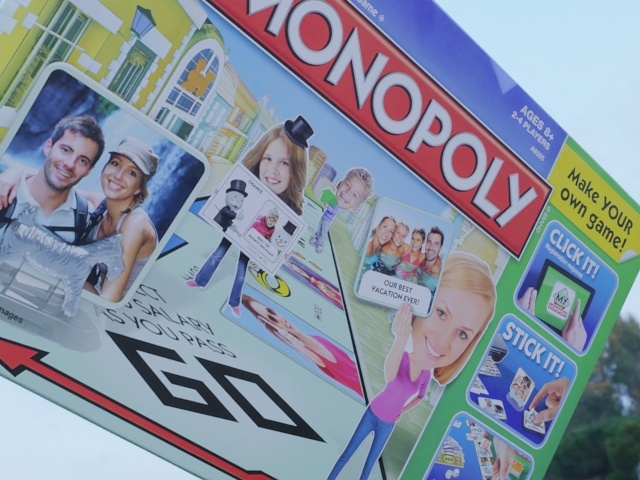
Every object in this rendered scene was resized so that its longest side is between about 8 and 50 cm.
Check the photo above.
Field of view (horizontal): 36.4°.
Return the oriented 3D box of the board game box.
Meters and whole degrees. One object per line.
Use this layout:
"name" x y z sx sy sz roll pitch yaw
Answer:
"board game box" 0.000 0.000 0.403 0.317 0.213 0.046 36 -13 -30
